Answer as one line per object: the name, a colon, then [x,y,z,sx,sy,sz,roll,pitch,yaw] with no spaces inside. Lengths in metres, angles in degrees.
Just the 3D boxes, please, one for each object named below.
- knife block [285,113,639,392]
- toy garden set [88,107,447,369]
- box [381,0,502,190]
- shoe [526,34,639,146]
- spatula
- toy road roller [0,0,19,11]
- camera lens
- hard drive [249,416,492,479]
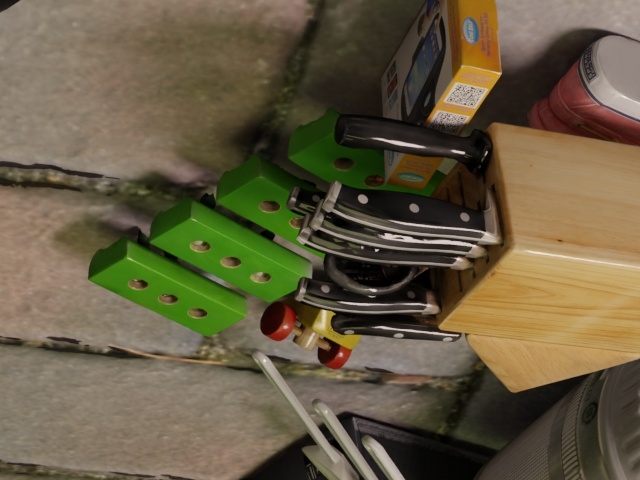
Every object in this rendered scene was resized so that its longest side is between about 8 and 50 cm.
knife block: [0.127,-0.011,1.086,0.276,0.088,0.242,-16,148,17]
toy garden set: [0.000,0.000,1.278,0.204,0.049,0.244,28,139,-34]
box: [0.065,-0.091,1.111,0.028,0.081,0.136,11,145,-18]
shoe: [0.217,-0.063,1.179,0.178,0.063,0.081,20,144,-21]
spatula: [0.029,0.170,1.399,0.019,0.168,0.242,-46,142,-10]
toy road roller: [-0.144,-0.274,0.767,0.329,0.240,0.202,-39,146,-10]
camera lens: [0.249,0.206,1.446,0.219,0.219,0.274,13,144,-21]
hard drive: [0.021,0.237,1.642,0.172,0.054,0.255,19,142,-27]
